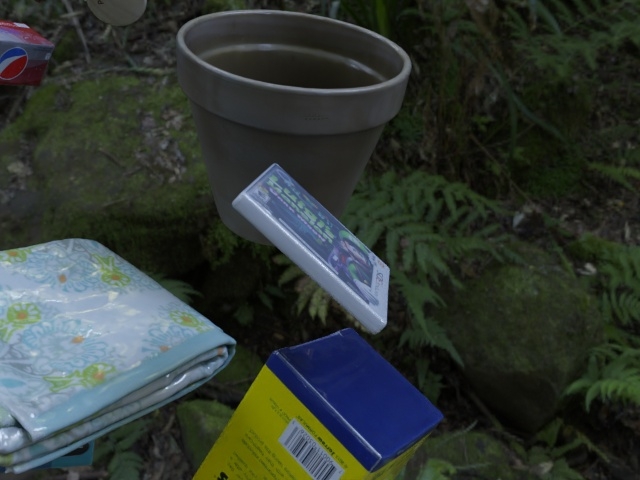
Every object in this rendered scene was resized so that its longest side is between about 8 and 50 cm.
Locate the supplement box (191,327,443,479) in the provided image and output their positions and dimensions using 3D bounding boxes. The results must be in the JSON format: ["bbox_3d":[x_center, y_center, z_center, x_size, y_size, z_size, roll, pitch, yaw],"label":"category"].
[{"bbox_3d":[-0.030,0.328,0.942,0.195,0.356,0.194,41,23,24],"label":"supplement box"}]

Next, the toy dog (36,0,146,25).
[{"bbox_3d":[-0.358,-0.447,0.894,0.161,0.333,0.220,-19,27,-3],"label":"toy dog"}]

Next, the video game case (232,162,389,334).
[{"bbox_3d":[0.000,0.000,0.716,0.022,0.190,0.173,-46,6,16],"label":"video game case"}]

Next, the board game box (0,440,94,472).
[{"bbox_3d":[-0.522,0.262,1.174,0.254,0.335,0.079,2,29,-23],"label":"board game box"}]

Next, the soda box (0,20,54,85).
[{"bbox_3d":[-0.591,-0.325,1.139,0.083,0.092,0.263,37,21,11],"label":"soda box"}]

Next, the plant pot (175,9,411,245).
[{"bbox_3d":[-0.049,-0.154,0.984,0.324,0.280,0.323,5,33,-4],"label":"plant pot"}]

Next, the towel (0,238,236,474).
[{"bbox_3d":[-0.338,0.114,0.874,0.321,0.090,0.375,34,24,22],"label":"towel"}]
